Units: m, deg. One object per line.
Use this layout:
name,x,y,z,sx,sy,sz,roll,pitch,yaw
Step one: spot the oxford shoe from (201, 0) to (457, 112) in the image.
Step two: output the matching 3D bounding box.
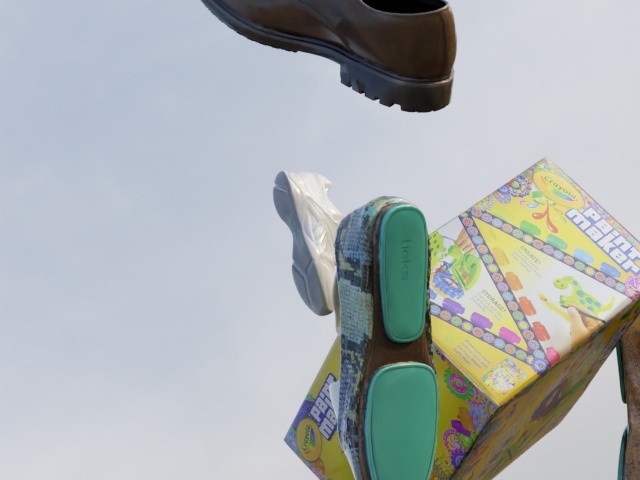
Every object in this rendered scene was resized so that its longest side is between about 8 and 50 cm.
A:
oxford shoe,0.003,-0.176,1.360,0.083,0.227,0.096,-34,-39,-48

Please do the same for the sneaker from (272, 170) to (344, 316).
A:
sneaker,0.000,0.000,1.939,0.061,0.152,0.053,-5,-15,-29

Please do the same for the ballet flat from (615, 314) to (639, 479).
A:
ballet flat,0.360,0.185,2.022,0.106,0.316,0.107,3,17,22

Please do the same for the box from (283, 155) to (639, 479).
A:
box,0.151,0.117,1.939,0.279,0.177,0.290,-32,-21,-37

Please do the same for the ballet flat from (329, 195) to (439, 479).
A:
ballet flat,0.034,0.069,1.155,0.070,0.188,0.070,3,-4,0
